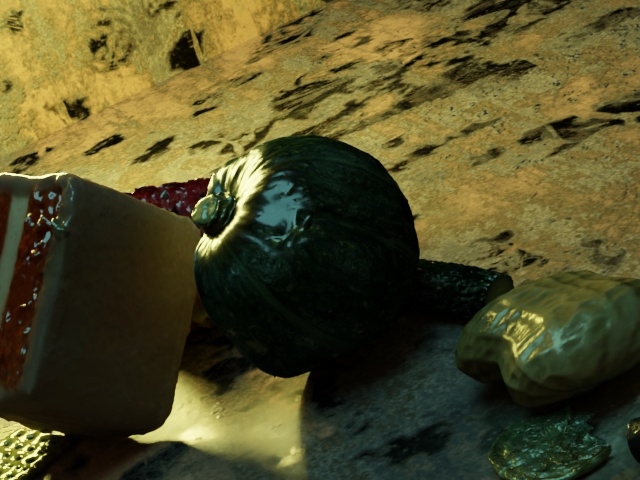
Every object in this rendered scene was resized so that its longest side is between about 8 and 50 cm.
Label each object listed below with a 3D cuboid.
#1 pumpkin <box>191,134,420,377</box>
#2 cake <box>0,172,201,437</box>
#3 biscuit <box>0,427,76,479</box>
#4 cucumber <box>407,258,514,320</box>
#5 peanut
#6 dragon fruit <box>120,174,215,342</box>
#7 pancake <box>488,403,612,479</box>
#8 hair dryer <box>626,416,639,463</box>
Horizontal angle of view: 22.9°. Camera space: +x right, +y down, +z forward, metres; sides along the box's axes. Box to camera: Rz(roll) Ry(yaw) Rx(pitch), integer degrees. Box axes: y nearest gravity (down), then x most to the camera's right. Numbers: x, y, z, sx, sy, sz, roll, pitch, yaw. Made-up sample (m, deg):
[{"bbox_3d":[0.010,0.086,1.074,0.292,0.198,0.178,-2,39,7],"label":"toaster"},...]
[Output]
[{"bbox_3d":[0.000,0.000,1.887,0.197,0.263,0.293,-27,46,35],"label":"pumpkin"},{"bbox_3d":[-0.314,0.083,1.949,0.237,0.309,0.230,-1,-13,44],"label":"cake"},{"bbox_3d":[-0.416,0.298,1.987,0.144,0.016,0.203,2,31,47],"label":"biscuit"},{"bbox_3d":[0.128,0.055,1.965,0.067,0.068,0.293,-34,23,-27],"label":"cucumber"},{"bbox_3d":[0.247,0.099,1.672,0.196,0.110,0.233,-30,24,-23],"label":"peanut"},{"bbox_3d":[-0.152,-0.008,2.162,0.330,0.240,0.302,-32,41,-5],"label":"dragon fruit"},{"bbox_3d":[0.223,0.203,1.563,0.116,0.023,0.129,-21,21,4],"label":"pancake"},{"bbox_3d":[0.345,0.211,1.355,0.235,0.091,0.272,-18,23,37],"label":"hair dryer"}]
